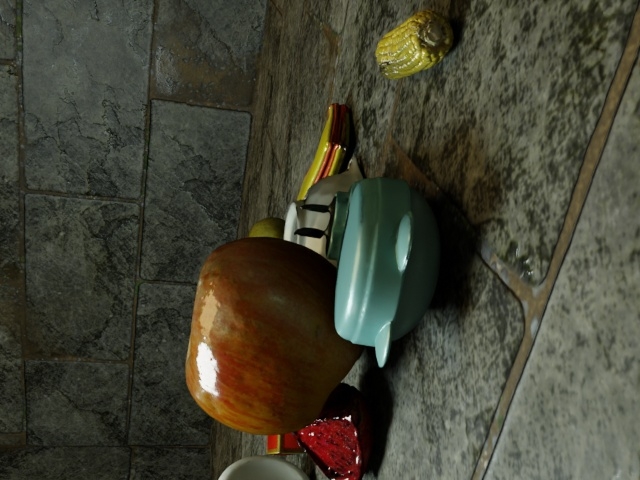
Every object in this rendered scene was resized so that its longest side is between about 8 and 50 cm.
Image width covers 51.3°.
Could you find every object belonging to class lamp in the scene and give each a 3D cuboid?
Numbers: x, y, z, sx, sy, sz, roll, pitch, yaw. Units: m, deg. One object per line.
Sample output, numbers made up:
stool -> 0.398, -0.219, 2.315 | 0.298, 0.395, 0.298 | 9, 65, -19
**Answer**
lamp -> 0.068, 0.016, 0.853 | 0.284, 0.147, 0.209 | -131, 49, -61

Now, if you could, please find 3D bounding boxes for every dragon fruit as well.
dragon fruit -> 0.048, 0.290, 1.028 | 0.161, 0.120, 0.127 | -34, 11, 46

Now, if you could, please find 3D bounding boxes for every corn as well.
corn -> 0.122, -0.263, 0.912 | 0.203, 0.072, 0.072 | -146, 62, -77

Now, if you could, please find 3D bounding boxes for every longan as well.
longan -> -0.137, 0.015, 1.717 | 0.155, 0.176, 0.145 | 88, 166, -65

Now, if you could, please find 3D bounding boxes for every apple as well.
apple -> -0.059, 0.142, 0.993 | 0.301, 0.301, 0.302 | -175, 90, -77

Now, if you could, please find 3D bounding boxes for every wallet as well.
wallet -> 0.011, -0.152, 1.372 | 0.241, 0.067, 0.141 | 114, 168, -48

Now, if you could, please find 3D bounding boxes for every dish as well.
dish -> 0.000, 0.000, 1.230 | 0.303, 0.120, 0.303 | -176, 90, -76

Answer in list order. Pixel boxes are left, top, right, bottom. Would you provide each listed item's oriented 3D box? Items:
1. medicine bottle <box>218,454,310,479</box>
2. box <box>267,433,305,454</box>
medicine bottle -> -0.137, 0.647, 1.381 | 0.211, 0.211, 0.371 | -107, 25, -58
box -> -0.080, 0.376, 1.558 | 0.153, 0.074, 0.240 | 118, 153, -69
